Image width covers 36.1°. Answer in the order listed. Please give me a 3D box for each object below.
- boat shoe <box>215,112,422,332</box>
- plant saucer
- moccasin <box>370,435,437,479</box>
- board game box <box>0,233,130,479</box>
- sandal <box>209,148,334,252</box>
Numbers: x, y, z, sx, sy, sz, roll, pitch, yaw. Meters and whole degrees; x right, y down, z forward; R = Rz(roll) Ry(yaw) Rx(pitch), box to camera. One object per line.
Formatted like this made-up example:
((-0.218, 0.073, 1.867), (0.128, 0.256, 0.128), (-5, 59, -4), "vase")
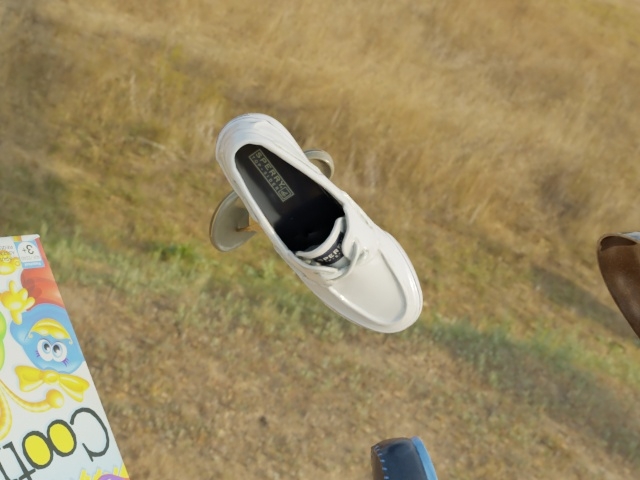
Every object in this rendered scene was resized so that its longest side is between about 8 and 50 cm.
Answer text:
((0.000, 0.000, 0.875), (0.258, 0.095, 0.084), (43, 11, -18), "boat shoe")
((0.407, 0.103, 1.015), (0.310, 0.050, 0.310), (53, -3, 4), "plant saucer")
((0.062, 0.340, 0.823), (0.117, 0.341, 0.137), (-6, -15, -1), "moccasin")
((-0.287, 0.152, 0.832), (0.142, 0.144, 0.275), (-7, 67, -49), "board game box")
((-0.058, -0.044, 1.188), (0.072, 0.180, 0.049), (56, 2, -43), "sandal")
